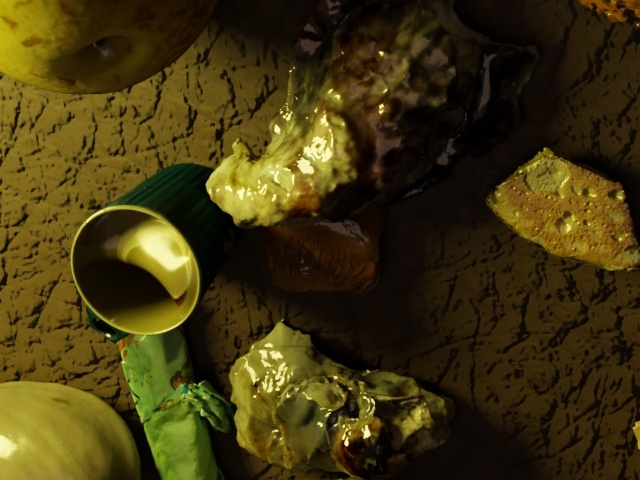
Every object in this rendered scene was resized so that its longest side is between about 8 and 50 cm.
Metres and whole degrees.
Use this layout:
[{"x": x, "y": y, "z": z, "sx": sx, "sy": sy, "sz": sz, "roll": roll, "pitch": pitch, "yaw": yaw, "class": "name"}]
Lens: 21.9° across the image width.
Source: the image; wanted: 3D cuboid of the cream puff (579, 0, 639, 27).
[{"x": 0.285, "y": -0.303, "z": 1.286, "sx": 0.303, "sy": 0.212, "sz": 0.303, "roll": 7, "pitch": 119, "yaw": 13, "class": "cream puff"}]

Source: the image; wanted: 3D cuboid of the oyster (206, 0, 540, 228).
[{"x": 0.043, "y": -0.118, "z": 1.507, "sx": 0.275, "sy": 0.100, "sz": 0.271, "roll": 15, "pitch": 99, "yaw": 15, "class": "oyster"}]

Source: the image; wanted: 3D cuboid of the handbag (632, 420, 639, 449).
[{"x": 0.342, "y": 0.204, "z": 1.589, "sx": 0.061, "sy": 0.027, "sz": 0.083, "roll": -22, "pitch": 101, "yaw": 27, "class": "handbag"}]

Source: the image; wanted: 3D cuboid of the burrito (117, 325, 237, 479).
[{"x": -0.144, "y": 0.161, "z": 1.720, "sx": 0.104, "sy": 0.054, "sz": 0.288, "roll": -8, "pitch": 108, "yaw": 19, "class": "burrito"}]

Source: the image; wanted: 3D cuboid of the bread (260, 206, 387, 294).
[{"x": 0.000, "y": 0.000, "z": 1.607, "sx": 0.129, "sy": 0.044, "sz": 0.126, "roll": 3, "pitch": 115, "yaw": 14, "class": "bread"}]

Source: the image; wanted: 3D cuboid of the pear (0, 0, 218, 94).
[{"x": -0.217, "y": -0.268, "z": 1.441, "sx": 0.281, "sy": 0.281, "sz": 0.280, "roll": 7, "pitch": 114, "yaw": 16, "class": "pear"}]

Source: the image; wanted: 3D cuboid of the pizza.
[{"x": 0.231, "y": -0.029, "z": 1.520, "sx": 0.160, "sy": 0.036, "sz": 0.099, "roll": 23, "pitch": 118, "yaw": 7, "class": "pizza"}]

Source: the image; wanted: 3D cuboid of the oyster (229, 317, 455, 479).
[{"x": 0.013, "y": 0.179, "z": 1.651, "sx": 0.233, "sy": 0.107, "sz": 0.161, "roll": 4, "pitch": 122, "yaw": 19, "class": "oyster"}]

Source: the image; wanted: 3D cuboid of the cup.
[{"x": -0.159, "y": 0.015, "z": 1.603, "sx": 0.131, "sy": 0.155, "sz": 0.176, "roll": 36, "pitch": 120, "yaw": 1, "class": "cup"}]

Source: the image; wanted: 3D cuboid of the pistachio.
[{"x": -0.302, "y": 0.228, "z": 1.757, "sx": 0.238, "sy": 0.153, "sz": 0.138, "roll": 9, "pitch": 155, "yaw": 17, "class": "pistachio"}]

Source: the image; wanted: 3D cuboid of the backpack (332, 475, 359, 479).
[{"x": 0.016, "y": 0.371, "z": 1.705, "sx": 0.207, "sy": 0.140, "sz": 0.253, "roll": -19, "pitch": 106, "yaw": 26, "class": "backpack"}]
